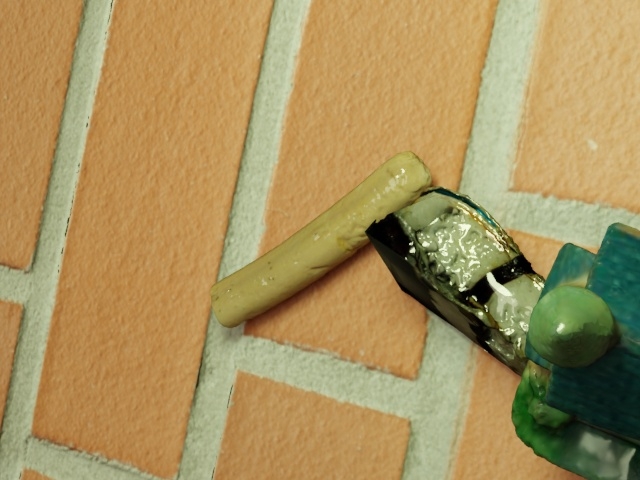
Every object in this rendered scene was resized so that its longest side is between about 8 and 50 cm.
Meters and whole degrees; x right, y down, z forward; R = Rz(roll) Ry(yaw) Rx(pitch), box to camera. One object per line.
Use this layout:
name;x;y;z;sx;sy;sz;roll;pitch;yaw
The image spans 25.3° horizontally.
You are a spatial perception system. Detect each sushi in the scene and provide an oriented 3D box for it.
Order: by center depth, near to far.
sushi;0.187;0.049;1.458;0.273;0.134;0.109;36;80;32

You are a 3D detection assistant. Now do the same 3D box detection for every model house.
model house;0.319;0.140;1.226;0.312;0.280;0.245;23;98;9

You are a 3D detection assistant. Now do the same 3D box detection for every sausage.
sausage;0.001;0.002;1.596;0.301;0.066;0.066;-36;70;25
